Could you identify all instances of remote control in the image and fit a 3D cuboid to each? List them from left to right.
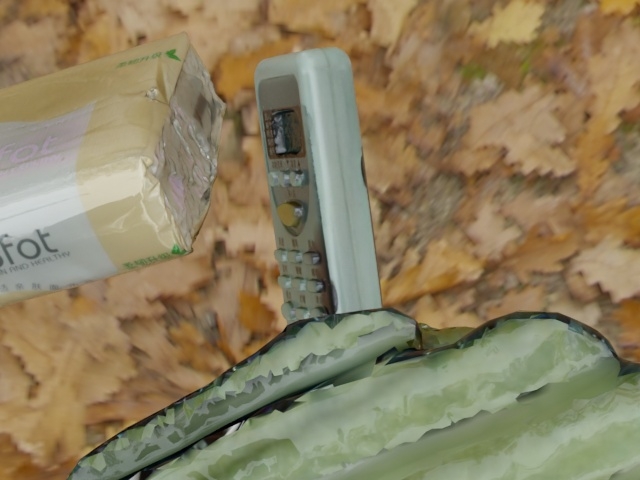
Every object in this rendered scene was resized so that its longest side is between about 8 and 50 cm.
[{"bbox_3d":[0.000,0.000,1.483,0.056,0.140,0.296,-8,95,-17],"label":"remote control"}]

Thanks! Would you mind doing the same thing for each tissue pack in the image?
[{"bbox_3d":[-0.182,-0.041,1.251,0.222,0.186,0.090,-13,123,17],"label":"tissue pack"}]

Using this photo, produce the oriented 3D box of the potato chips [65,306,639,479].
[{"bbox_3d":[0.047,0.199,0.911,0.429,0.070,0.358,-22,68,9],"label":"potato chips"}]
